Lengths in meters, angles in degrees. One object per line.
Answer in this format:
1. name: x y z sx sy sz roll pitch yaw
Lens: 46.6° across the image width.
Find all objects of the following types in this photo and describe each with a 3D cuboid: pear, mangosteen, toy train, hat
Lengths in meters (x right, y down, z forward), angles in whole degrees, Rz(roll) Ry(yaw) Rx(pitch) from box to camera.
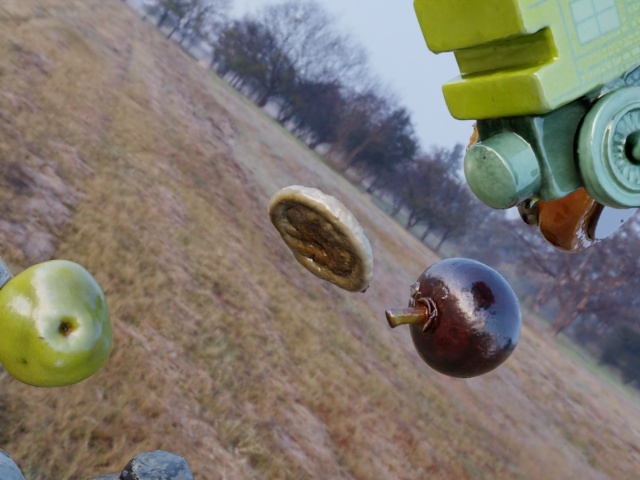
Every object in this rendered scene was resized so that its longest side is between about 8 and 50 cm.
1. pear: -0.196 0.063 0.540 0.092 0.092 0.097 41 -23 -9
2. mangosteen: 0.243 0.144 1.413 0.262 0.235 0.235 4 23 -28
3. toy train: 0.291 -0.203 0.689 0.179 0.442 0.272 12 -53 63
4. hat: -0.273 0.423 1.225 0.266 0.128 0.265 21 11 -5

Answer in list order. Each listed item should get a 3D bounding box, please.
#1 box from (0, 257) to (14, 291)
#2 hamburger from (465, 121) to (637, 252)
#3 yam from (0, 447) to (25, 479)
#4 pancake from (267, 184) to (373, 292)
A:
1. box: -0.315 0.035 0.683 0.089 0.022 0.156 19 -37 20
2. hamburger: 0.397 -0.162 1.152 0.250 0.330 0.330 40 3 27
3. yam: -0.445 0.292 0.760 0.168 0.168 0.304 43 2 20
4. pancake: 0.000 0.000 0.755 0.140 0.022 0.139 31 -30 20
